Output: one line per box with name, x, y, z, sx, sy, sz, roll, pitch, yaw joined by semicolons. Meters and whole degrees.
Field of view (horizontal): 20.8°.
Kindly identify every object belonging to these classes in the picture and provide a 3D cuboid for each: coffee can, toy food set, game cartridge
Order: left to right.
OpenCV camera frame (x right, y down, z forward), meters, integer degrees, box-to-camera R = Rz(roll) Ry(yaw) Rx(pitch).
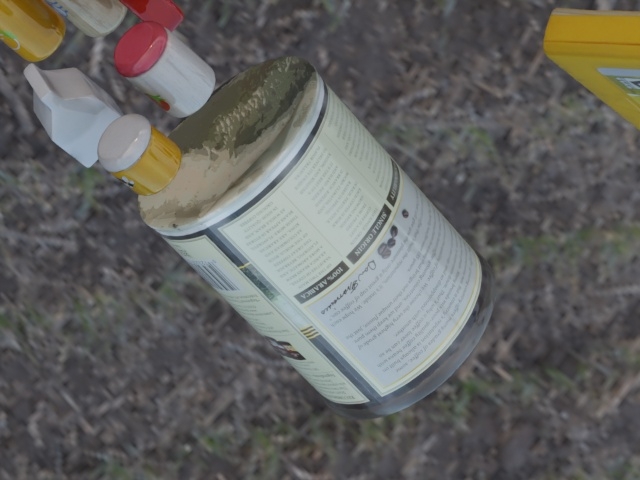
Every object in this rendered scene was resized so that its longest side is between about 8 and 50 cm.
toy food set;-0.155;-0.132;1.094;0.111;0.232;0.104;-44;132;7
coffee can;0.000;0.000;1.566;0.201;0.201;0.275;-46;119;-6
game cartridge;0.412;-0.137;1.635;0.285;0.323;0.053;27;78;-51
